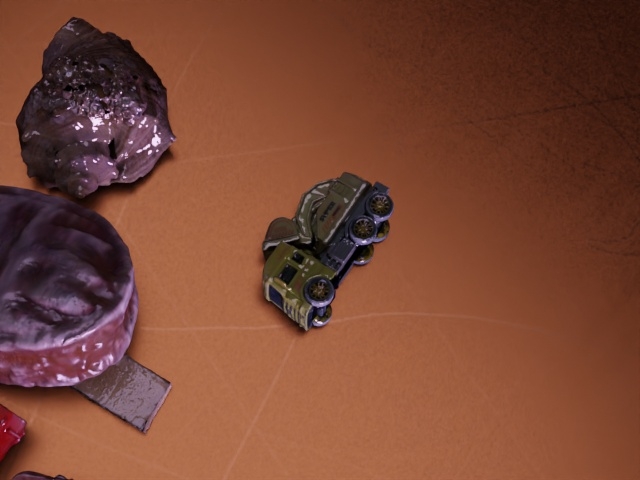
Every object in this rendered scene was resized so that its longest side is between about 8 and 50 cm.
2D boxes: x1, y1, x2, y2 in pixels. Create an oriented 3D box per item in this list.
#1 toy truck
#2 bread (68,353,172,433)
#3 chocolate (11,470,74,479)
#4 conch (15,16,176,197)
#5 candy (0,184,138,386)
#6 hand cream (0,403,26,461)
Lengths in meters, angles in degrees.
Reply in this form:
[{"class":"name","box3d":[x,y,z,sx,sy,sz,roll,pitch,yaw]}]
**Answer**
[{"class":"toy truck","box3d":[0.000,0.000,1.802,0.116,0.085,0.191,32,74,11]},{"class":"bread","box3d":[-0.251,0.156,1.772,0.154,0.028,0.068,31,77,2]},{"class":"chocolate","box3d":[-0.234,0.343,1.706,0.261,0.083,0.161,13,90,-3]},{"class":"conch","box3d":[-0.264,-0.160,1.802,0.178,0.163,0.245,16,55,-35]},{"class":"candy","box3d":[-0.341,0.053,1.708,0.290,0.157,0.214,14,55,14]},{"class":"hand cream","box3d":[-0.445,0.197,1.646,0.230,0.230,0.149,30,79,1]}]
